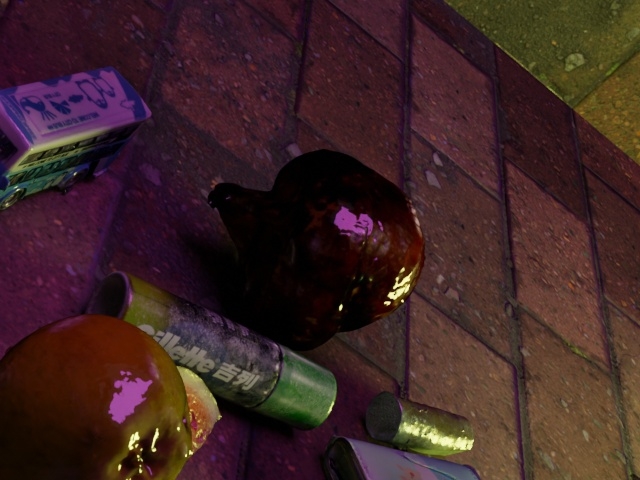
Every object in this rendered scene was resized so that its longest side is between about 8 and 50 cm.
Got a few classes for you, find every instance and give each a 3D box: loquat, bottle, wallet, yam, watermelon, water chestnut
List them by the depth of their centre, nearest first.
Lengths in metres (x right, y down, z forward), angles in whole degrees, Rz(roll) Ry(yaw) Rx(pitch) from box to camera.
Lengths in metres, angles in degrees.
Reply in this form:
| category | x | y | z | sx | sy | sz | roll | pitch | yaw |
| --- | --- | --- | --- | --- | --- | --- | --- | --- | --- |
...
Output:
| category | x | y | z | sx | sy | sz | roll | pitch | yaw |
| --- | --- | --- | --- | --- | --- | --- | --- | --- | --- |
| loquat | -0.248 | 0.172 | 1.626 | 0.246 | 0.213 | 0.213 | 27 | 11 | 38 |
| watermelon | -0.186 | 0.201 | 1.836 | 0.119 | 0.063 | 0.245 | 66 | 22 | -2 |
| bottle | -0.126 | 0.137 | 1.962 | 0.330 | 0.093 | 0.093 | 27 | 32 | -34 |
| wallet | 0.127 | 0.340 | 2.077 | 0.250 | 0.075 | 0.176 | 20 | 34 | -41 |
| water chestnut | 0.000 | 0.000 | 2.154 | 0.244 | 0.289 | 0.289 | 65 | 21 | -20 |
| yam | 0.135 | 0.255 | 2.215 | 0.169 | 0.068 | 0.068 | 23 | 35 | -43 |

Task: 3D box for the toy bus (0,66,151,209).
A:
| category | x | y | z | sx | sy | sz | roll | pitch | yaw |
| --- | --- | --- | --- | --- | --- | --- | --- | --- | --- |
| toy bus | -0.335 | -0.125 | 1.978 | 0.106 | 0.131 | 0.297 | 49 | 25 | 7 |
